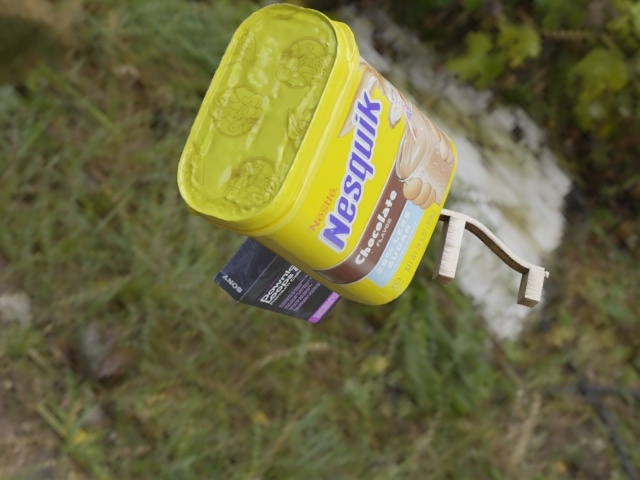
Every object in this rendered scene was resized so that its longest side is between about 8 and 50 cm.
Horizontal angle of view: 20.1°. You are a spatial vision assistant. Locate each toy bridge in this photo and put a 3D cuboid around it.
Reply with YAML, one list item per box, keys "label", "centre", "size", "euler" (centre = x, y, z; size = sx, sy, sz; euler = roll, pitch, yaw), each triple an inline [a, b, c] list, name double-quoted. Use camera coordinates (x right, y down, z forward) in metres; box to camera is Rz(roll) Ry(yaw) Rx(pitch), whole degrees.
- label: "toy bridge"
  centre: [0.116, 0.007, 1.609]
  size: [0.188, 0.026, 0.063]
  euler: [15, 71, -9]

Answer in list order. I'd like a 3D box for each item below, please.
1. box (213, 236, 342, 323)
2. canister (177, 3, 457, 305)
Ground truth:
- label: "box"
  centre: [0.000, 0.000, 1.237]
  size: [0.029, 0.116, 0.162]
  euler: [42, 8, 21]
- label: "canister"
  centre: [0.005, -0.043, 1.027]
  size: [0.073, 0.126, 0.170]
  euler: [17, -9, 32]
